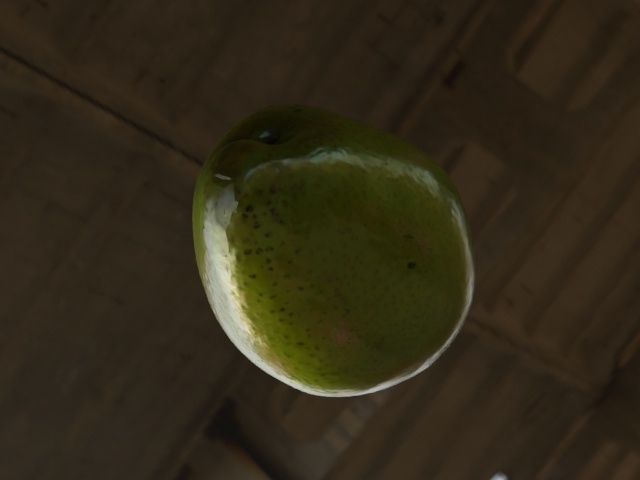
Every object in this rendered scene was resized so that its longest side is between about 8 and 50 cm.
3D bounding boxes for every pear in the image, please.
[{"bbox_3d":[0.000,0.000,0.948,0.187,0.187,0.220,-48,-48,2],"label":"pear"}]
